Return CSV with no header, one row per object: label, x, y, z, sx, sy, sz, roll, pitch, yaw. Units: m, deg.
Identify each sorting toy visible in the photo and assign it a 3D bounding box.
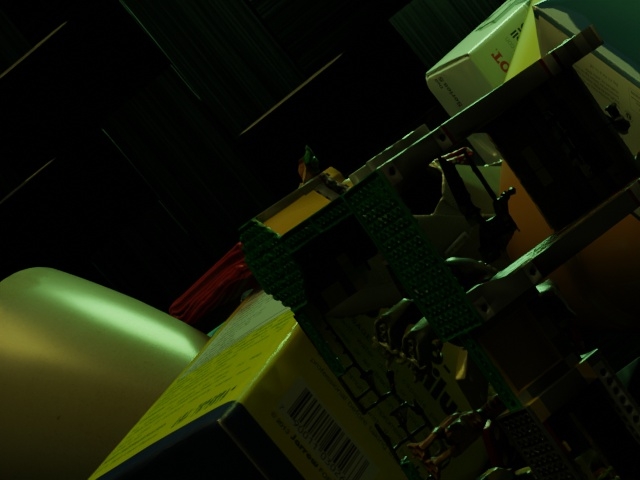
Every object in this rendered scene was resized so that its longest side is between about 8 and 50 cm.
sorting toy,0.165,0.066,1.330,0.046,0.132,0.274,-10,22,23

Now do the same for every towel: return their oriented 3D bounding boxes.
towel,0.000,0.000,1.610,0.274,0.031,0.199,-24,-7,-29

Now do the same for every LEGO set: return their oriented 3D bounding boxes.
LEGO set,0.130,0.038,0.977,0.192,0.331,0.255,-34,-9,-26

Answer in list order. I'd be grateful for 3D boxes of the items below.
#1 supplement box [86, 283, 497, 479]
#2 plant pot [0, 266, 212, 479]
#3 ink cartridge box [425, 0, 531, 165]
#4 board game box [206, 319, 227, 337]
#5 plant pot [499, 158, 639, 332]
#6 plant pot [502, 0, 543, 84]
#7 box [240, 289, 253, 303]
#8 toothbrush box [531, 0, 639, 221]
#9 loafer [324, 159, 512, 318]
supplement box,0.000,0.149,1.342,0.194,0.195,0.356,-33,10,38
plant pot,-0.160,0.169,1.553,0.274,0.257,0.256,8,34,27
ink cartridge box,0.291,-0.209,2.044,0.273,0.198,0.114,-43,10,-24
board game box,-0.102,0.140,1.873,0.213,0.046,0.317,-35,8,23
plant pot,0.265,-0.032,1.224,0.205,0.205,0.188,-43,25,-28
plant pot,0.310,-0.194,1.794,0.239,0.254,0.254,-59,14,-18
box,0.091,0.012,1.777,0.293,0.073,0.295,-10,17,13
toothbrush box,0.316,-0.115,1.058,0.295,0.126,0.216,-29,42,-14
loafer,0.092,-0.021,1.271,0.268,0.092,0.102,-21,31,-31
